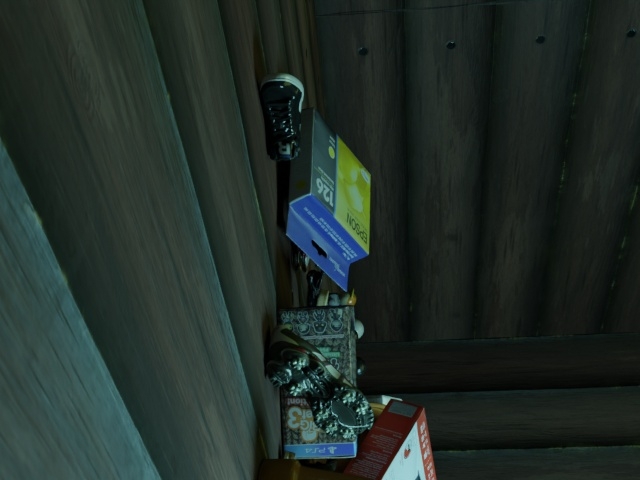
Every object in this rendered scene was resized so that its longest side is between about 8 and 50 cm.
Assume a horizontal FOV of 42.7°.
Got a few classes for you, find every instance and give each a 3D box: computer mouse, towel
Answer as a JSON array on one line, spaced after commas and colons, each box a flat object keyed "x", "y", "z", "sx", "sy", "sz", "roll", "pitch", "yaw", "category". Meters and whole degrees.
[{"x": 0.000, "y": 0.000, "z": 1.930, "sx": 0.184, "sy": 0.060, "sz": 0.262, "roll": 106, "pitch": -1, "yaw": -78, "category": "computer mouse"}, {"x": -0.037, "y": -0.102, "z": 1.999, "sx": 0.237, "sy": 0.037, "sz": 0.329, "roll": -71, "pitch": 164, "yaw": -81, "category": "towel"}]

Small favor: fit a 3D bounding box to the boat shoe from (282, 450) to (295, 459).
[{"x": -0.042, "y": 0.476, "z": 1.528, "sx": 0.063, "sy": 0.059, "sz": 0.170, "roll": -42, "pitch": 129, "yaw": -84, "category": "boat shoe"}]

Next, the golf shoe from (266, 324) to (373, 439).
[{"x": 0.005, "y": 0.256, "z": 1.489, "sx": 0.273, "sy": 0.105, "sz": 0.120, "roll": 50, "pitch": 13, "yaw": -31, "category": "golf shoe"}]

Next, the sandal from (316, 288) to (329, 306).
[{"x": 0.018, "y": 0.233, "z": 2.016, "sx": 0.088, "sy": 0.079, "sz": 0.240, "roll": -74, "pitch": 174, "yaw": -61, "category": "sandal"}]

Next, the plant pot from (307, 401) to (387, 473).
[{"x": 0.089, "y": 0.530, "z": 1.991, "sx": 0.203, "sy": 0.291, "sz": 0.291, "roll": 160, "pitch": -72, "yaw": -76, "category": "plant pot"}]

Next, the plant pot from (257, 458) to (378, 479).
[{"x": 0.004, "y": 0.452, "z": 1.309, "sx": 0.205, "sy": 0.188, "sz": 0.205, "roll": -3, "pitch": 90, "yaw": -85, "category": "plant pot"}]

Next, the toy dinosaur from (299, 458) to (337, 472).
[{"x": -0.012, "y": 0.542, "z": 1.730, "sx": 0.160, "sy": 0.121, "sz": 0.313, "roll": -68, "pitch": 162, "yaw": -51, "category": "toy dinosaur"}]

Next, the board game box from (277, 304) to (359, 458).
[{"x": 0.001, "y": 0.279, "z": 1.676, "sx": 0.232, "sy": 0.141, "sz": 0.291, "roll": 34, "pitch": 53, "yaw": -84, "category": "board game box"}]

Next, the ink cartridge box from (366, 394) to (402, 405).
[{"x": 0.107, "y": 0.528, "z": 2.237, "sx": 0.100, "sy": 0.237, "sz": 0.172, "roll": 22, "pitch": 59, "yaw": -45, "category": "ink cartridge box"}]

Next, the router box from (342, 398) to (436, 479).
[{"x": 0.139, "y": 0.555, "z": 1.701, "sx": 0.301, "sy": 0.082, "sz": 0.335, "roll": -49, "pitch": 138, "yaw": -41, "category": "router box"}]

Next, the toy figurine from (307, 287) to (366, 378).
[{"x": 0.045, "y": 0.253, "z": 2.216, "sx": 0.213, "sy": 0.148, "sz": 0.209, "roll": -87, "pitch": 173, "yaw": -47, "category": "toy figurine"}]

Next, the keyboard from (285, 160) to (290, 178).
[{"x": -0.074, "y": -0.216, "z": 1.808, "sx": 0.180, "sy": 0.023, "sz": 0.108, "roll": 81, "pitch": 1, "yaw": -47, "category": "keyboard"}]

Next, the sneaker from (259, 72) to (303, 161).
[{"x": -0.066, "y": -0.216, "z": 1.532, "sx": 0.217, "sy": 0.079, "sz": 0.121, "roll": 77, "pitch": 10, "yaw": -73, "category": "sneaker"}]

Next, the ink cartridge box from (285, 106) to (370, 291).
[{"x": 0.025, "y": -0.087, "z": 1.814, "sx": 0.303, "sy": 0.072, "sz": 0.307, "roll": 45, "pitch": 38, "yaw": -52, "category": "ink cartridge box"}]
